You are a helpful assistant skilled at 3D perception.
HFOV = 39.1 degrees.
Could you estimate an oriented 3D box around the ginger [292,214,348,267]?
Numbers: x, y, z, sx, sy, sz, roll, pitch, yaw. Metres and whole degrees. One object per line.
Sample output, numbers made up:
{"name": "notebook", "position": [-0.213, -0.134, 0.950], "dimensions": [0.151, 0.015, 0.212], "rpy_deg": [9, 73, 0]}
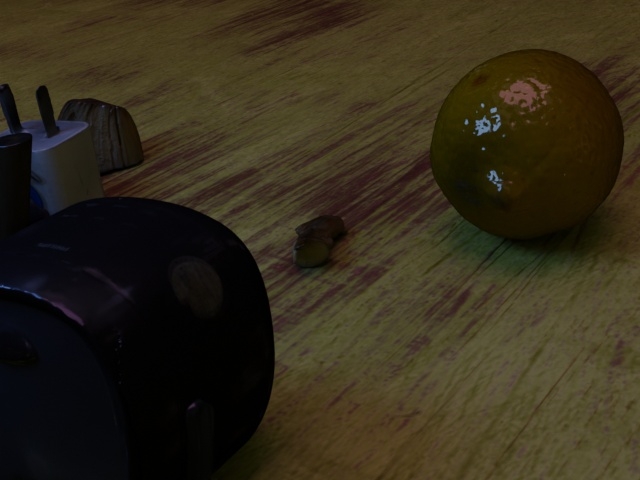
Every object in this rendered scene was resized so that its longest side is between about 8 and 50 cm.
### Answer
{"name": "ginger", "position": [-0.006, 0.000, 1.132], "dimensions": [0.057, 0.044, 0.137], "rpy_deg": [-28, 11, 23]}

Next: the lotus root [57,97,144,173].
{"name": "lotus root", "position": [-0.371, -0.168, 1.475], "dimensions": [0.159, 0.135, 0.095], "rpy_deg": [-7, 22, -34]}

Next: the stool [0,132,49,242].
{"name": "stool", "position": [-0.467, -0.023, 1.118], "dimensions": [0.272, 0.179, 0.272], "rpy_deg": [-6, 26, 3]}

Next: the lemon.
{"name": "lemon", "position": [0.248, -0.115, 1.090], "dimensions": [0.228, 0.229, 0.253], "rpy_deg": [9, 19, 28]}

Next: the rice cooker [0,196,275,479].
{"name": "rice cooker", "position": [-0.171, 0.098, 0.742], "dimensions": [0.267, 0.267, 0.224], "rpy_deg": [7, 22, 24]}

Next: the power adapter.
{"name": "power adapter", "position": [-0.398, -0.123, 1.275], "dimensions": [0.130, 0.205, 0.125], "rpy_deg": [4, 28, 22]}
